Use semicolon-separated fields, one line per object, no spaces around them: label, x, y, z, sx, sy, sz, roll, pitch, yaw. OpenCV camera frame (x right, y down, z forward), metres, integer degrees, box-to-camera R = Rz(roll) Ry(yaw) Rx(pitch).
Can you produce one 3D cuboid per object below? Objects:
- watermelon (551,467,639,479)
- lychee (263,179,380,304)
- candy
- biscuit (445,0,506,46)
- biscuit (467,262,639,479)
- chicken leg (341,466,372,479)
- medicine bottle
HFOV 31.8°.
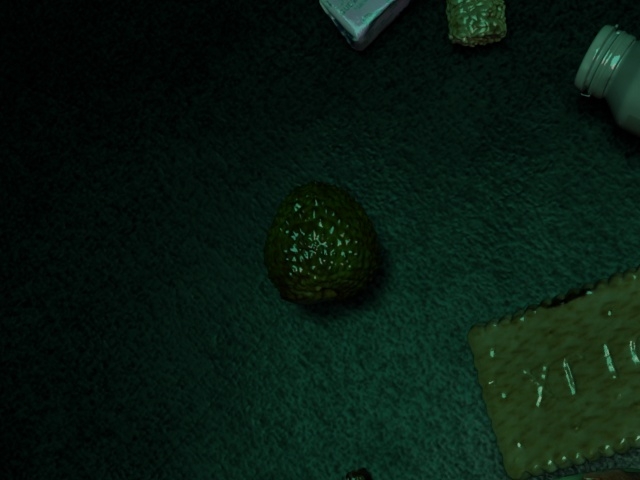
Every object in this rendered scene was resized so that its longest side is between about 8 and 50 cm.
watermelon;0.386;0.413;1.303;0.319;0.222;0.292;-13;107;45
lychee;0.000;0.000;1.480;0.171;0.171;0.171;-2;77;10
candy;0.079;-0.354;1.588;0.160;0.073;0.092;-44;78;-2
biscuit;0.213;-0.353;1.565;0.082;0.070;0.168;-7;78;18
biscuit;0.340;0.157;1.373;0.325;0.044;0.217;-26;70;32
chicken leg;0.128;0.380;1.422;0.253;0.051;0.106;27;77;16
medicine bottle;0.444;-0.192;1.447;0.215;0.135;0.135;30;84;16
